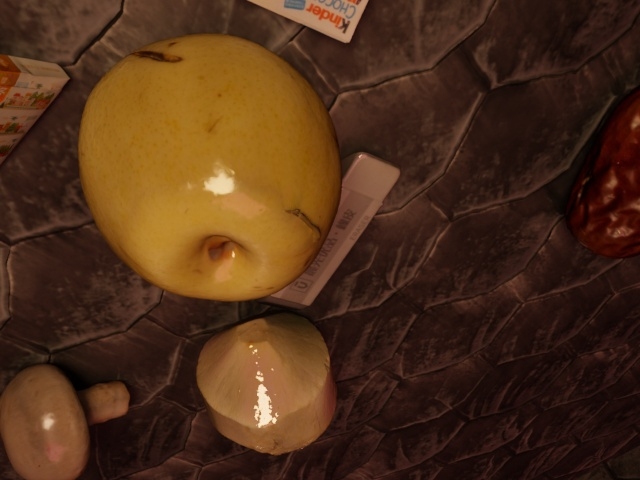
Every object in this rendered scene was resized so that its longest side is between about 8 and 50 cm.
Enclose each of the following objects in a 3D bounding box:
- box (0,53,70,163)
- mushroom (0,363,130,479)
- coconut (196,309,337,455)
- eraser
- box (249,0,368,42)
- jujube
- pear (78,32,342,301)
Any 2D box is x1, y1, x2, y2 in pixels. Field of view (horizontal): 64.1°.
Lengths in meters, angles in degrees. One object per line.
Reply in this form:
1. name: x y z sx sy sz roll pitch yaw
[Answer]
1. box: -0.400 -0.123 0.590 0.220 0.122 0.032 -40 91 18
2. mushroom: -0.443 0.317 0.882 0.209 0.206 0.206 9 125 -22
3. coconut: -0.091 0.239 0.896 0.259 0.259 0.259 -8 130 -10
4. eraser: 0.000 0.000 0.836 0.089 0.061 0.352 17 121 -27
5. box: -0.033 -0.380 0.523 0.273 0.048 0.265 14 122 -26
6. jujube: 0.533 -0.114 0.811 0.223 0.223 0.318 4 134 -19
7. pear: -0.121 -0.075 0.593 0.309 0.309 0.309 -8 130 -10
